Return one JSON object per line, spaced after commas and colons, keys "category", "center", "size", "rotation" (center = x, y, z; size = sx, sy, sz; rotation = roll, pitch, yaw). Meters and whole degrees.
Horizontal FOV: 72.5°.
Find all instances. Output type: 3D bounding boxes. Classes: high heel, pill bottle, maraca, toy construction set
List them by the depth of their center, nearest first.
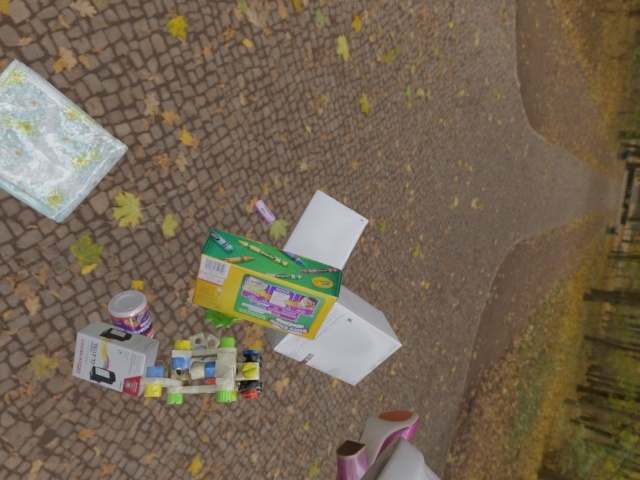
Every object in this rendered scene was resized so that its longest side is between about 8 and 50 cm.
{"category": "toy construction set", "center": [-0.233, 0.278, 0.931], "size": [0.328, 0.214, 0.151], "rotation": [132, -42, -78]}
{"category": "high heel", "center": [0.159, 0.586, 1.169], "size": [0.377, 0.127, 0.182], "rotation": [-3, 90, -47]}
{"category": "pill bottle", "center": [-0.568, 0.257, 1.328], "size": [0.108, 0.108, 0.194], "rotation": [-38, 141, -44]}
{"category": "maraca", "center": [-0.273, 0.211, 1.360], "size": [0.185, 0.127, 0.099], "rotation": [-33, 134, -45]}

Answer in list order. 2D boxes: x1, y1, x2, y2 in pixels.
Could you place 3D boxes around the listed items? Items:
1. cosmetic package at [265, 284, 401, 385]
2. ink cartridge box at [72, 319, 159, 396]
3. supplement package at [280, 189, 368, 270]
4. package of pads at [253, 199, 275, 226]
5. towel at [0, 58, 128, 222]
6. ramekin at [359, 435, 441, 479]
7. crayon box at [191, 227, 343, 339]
{"category": "cosmetic package", "center": [0.038, 0.258, 1.278], "size": [0.217, 0.156, 0.385], "rotation": [-45, 129, 12]}
{"category": "ink cartridge box", "center": [-0.501, 0.288, 1.068], "size": [0.072, 0.175, 0.128], "rotation": [-66, 172, -73]}
{"category": "supplement package", "center": [0.000, 0.000, 1.475], "size": [0.204, 0.145, 0.262], "rotation": [31, 79, -7]}
{"category": "package of pads", "center": [-0.184, -0.089, 1.430], "size": [0.032, 0.050, 0.083], "rotation": [-37, 85, -24]}
{"category": "towel", "center": [-0.827, -0.281, 1.285], "size": [0.321, 0.090, 0.374], "rotation": [-50, 121, -5]}
{"category": "ramekin", "center": [0.033, 0.249, 0.285], "size": [0.207, 0.109, 0.207], "rotation": [-44, 159, -22]}
{"category": "crayon box", "center": [-0.113, 0.096, 0.905], "size": [0.081, 0.278, 0.165], "rotation": [-79, -170, -45]}
